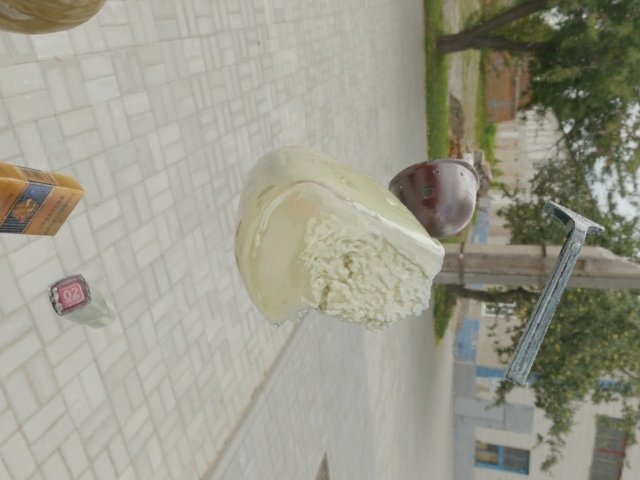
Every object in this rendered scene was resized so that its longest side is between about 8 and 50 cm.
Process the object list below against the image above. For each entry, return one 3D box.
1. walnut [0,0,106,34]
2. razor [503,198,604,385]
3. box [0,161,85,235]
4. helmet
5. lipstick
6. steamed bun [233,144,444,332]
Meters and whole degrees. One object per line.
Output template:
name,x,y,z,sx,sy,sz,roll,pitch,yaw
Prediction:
walnut,-0.440,-0.441,0.710,0.313,0.277,0.252,24,48,-38
razor,0.221,0.050,0.498,0.190,0.066,0.033,-61,177,-14
box,-0.681,-0.089,1.163,0.152,0.070,0.237,-49,160,14
helmet,0.204,-0.053,0.886,0.175,0.155,0.106,34,46,-56
lipstick,-0.512,0.144,1.127,0.077,0.078,0.253,63,-15,13
steamed bun,0.000,0.000,0.562,0.225,0.200,0.170,-101,-146,-66
